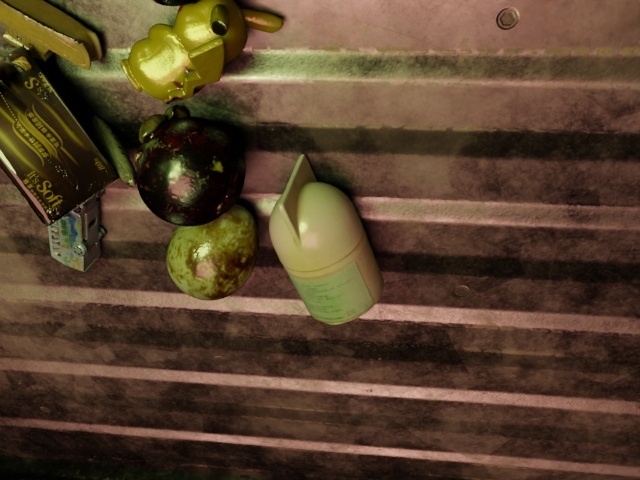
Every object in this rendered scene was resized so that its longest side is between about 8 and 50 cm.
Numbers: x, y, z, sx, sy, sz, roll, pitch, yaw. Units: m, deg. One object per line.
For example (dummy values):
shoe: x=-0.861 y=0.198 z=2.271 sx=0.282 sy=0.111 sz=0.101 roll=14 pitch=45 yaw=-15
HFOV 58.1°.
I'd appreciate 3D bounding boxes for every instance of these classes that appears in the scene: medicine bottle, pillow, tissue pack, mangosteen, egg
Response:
medicine bottle: x=0.000 y=0.000 z=1.504 sx=0.235 sy=0.236 sz=0.406 roll=-13 pitch=126 yaw=18
pillow: x=-0.511 y=-0.212 z=1.453 sx=0.051 sy=0.241 sz=0.093 roll=-34 pitch=157 yaw=-8
tissue pack: x=-0.673 y=-0.229 z=1.359 sx=0.198 sy=0.210 sz=0.370 roll=2 pitch=129 yaw=56
mangosteen: x=-0.322 y=-0.175 z=1.396 sx=0.287 sy=0.288 sz=0.288 roll=4 pitch=130 yaw=5
egg: x=-0.285 y=0.027 z=1.570 sx=0.238 sy=0.238 sz=0.289 roll=36 pitch=103 yaw=-20

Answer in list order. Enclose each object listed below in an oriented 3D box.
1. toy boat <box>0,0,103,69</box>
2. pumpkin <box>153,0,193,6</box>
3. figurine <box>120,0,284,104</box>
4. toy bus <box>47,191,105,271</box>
toy boat: x=-0.653 y=-0.485 z=1.296 sx=0.321 sy=0.089 sz=0.121 roll=26 pitch=143 yaw=-13
pumpkin: x=-0.288 y=-0.566 z=1.089 sx=0.163 sy=0.233 sz=0.233 roll=-11 pitch=132 yaw=-17
figurine: x=-0.268 y=-0.415 z=1.232 sx=0.326 sy=0.218 sz=0.169 roll=-34 pitch=94 yaw=26
toy bus: x=-0.698 y=-0.070 z=1.635 sx=0.135 sy=0.109 sz=0.330 roll=19 pitch=129 yaw=5
